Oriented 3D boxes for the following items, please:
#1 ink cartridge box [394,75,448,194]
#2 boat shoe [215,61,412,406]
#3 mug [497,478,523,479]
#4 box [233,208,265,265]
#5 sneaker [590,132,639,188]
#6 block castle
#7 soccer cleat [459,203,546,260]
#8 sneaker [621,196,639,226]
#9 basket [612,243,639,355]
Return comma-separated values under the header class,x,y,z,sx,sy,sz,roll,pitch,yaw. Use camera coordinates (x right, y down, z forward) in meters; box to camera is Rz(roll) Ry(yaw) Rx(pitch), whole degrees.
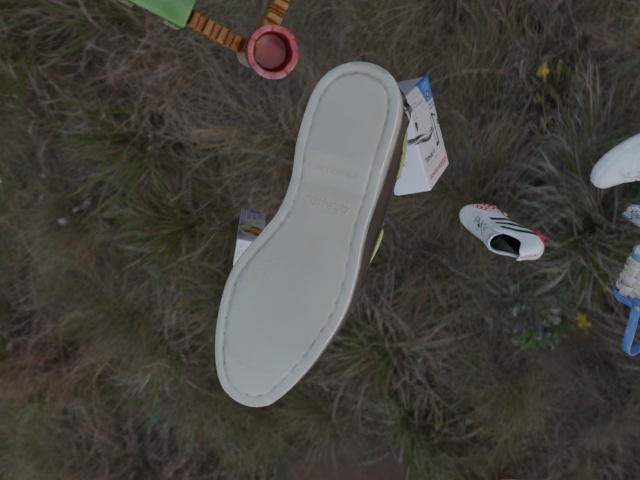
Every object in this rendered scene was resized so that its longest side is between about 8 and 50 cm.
class,x,y,z,sx,sy,sz,roll,pitch,yaw
ink cartridge box,0.188,-0.216,1.374,0.086,0.148,0.203,-6,116,31
boat shoe,0.000,0.000,0.625,0.117,0.097,0.324,20,89,19
mug,0.113,0.249,0.556,0.150,0.113,0.169,41,157,4
box,-0.164,-0.009,1.551,0.063,0.324,0.067,10,102,-7
sneaker,0.515,-0.120,1.006,0.212,0.080,0.094,-36,64,42
block castle,-0.198,-0.473,1.007,0.454,0.213,0.302,23,96,-24
soccer cleat,0.138,-0.007,0.524,0.083,0.036,0.029,35,130,43
sneaker,0.742,-0.080,1.515,0.065,0.166,0.076,38,96,8
basket,0.840,0.123,1.595,0.201,0.255,0.288,35,138,52
